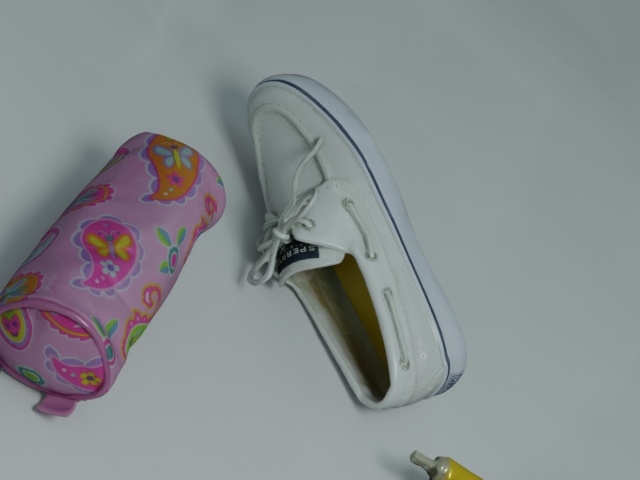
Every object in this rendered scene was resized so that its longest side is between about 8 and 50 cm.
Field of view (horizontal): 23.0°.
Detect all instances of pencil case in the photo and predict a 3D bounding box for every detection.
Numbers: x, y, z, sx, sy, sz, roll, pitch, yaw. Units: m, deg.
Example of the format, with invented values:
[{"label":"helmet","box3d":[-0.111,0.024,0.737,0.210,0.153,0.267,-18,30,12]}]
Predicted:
[{"label":"pencil case","box3d":[-0.184,0.023,1.379,0.124,0.124,0.284,38,40,-9]}]

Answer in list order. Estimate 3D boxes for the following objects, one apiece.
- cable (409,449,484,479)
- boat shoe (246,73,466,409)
[{"label":"cable","box3d":[0.195,0.294,1.504,0.287,0.072,0.139,18,51,-30]},{"label":"boat shoe","box3d":[-0.004,0.005,1.553,0.156,0.136,0.367,-17,78,-45]}]
